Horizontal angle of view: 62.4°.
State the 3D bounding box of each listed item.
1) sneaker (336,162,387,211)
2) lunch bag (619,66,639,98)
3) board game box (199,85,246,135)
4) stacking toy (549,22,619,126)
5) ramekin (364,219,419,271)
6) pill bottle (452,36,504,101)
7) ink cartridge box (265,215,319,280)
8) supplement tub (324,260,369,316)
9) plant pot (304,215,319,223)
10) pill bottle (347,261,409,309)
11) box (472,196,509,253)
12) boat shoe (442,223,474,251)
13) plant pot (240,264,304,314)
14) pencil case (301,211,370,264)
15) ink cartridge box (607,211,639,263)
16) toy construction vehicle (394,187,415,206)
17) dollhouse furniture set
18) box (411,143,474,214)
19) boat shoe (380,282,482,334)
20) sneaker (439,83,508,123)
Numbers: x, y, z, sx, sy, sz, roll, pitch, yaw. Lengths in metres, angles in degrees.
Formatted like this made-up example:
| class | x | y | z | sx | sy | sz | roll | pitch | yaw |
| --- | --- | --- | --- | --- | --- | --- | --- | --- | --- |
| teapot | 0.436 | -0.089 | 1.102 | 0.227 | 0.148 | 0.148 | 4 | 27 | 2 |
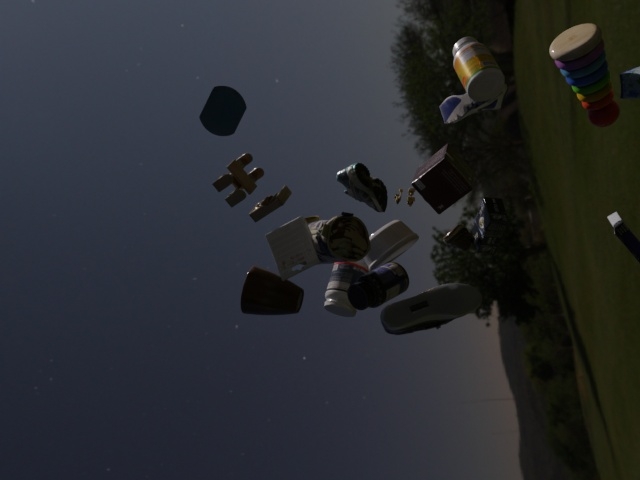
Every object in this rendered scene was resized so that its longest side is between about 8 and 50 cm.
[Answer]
| class | x | y | z | sx | sy | sz | roll | pitch | yaw |
| --- | --- | --- | --- | --- | --- | --- | --- | --- | --- |
| sneaker | 0.167 | -0.204 | 2.086 | 0.283 | 0.122 | 0.110 | 43 | -130 | -41 |
| lunch bag | 0.967 | -0.462 | 1.522 | 0.151 | 0.129 | 0.096 | -27 | -63 | -20 |
| board game box | -0.338 | -0.446 | 1.824 | 0.133 | 0.033 | 0.168 | 24 | -85 | -30 |
| stacking toy | 0.807 | -0.471 | 1.584 | 0.330 | 0.141 | 0.141 | 49 | -143 | -32 |
| ramekin | 0.303 | 0.020 | 2.401 | 0.127 | 0.273 | 0.273 | 53 | -161 | 12 |
| pill bottle | 0.574 | -0.642 | 1.956 | 0.136 | 0.136 | 0.245 | 51 | -158 | -49 |
| ink cartridge box | -0.087 | 0.028 | 1.746 | 0.179 | 0.145 | 0.045 | 67 | -167 | 20 |
| supplement tub | 0.134 | 0.240 | 2.736 | 0.191 | 0.191 | 0.272 | 48 | -127 | -52 |
| plant pot | -0.062 | -0.051 | 2.436 | 0.134 | 0.134 | 0.095 | -34 | -67 | -65 |
| pill bottle | 0.199 | 0.161 | 1.834 | 0.219 | 0.123 | 0.122 | -20 | -79 | -42 |
| box | 0.676 | -0.059 | 2.116 | 0.180 | 0.078 | 0.147 | 96 | 178 | -46 |
| boat shoe | 0.558 | -0.005 | 2.073 | 0.095 | 0.095 | 0.257 | 50 | -157 | 15 |
| plant pot | -0.195 | 0.234 | 2.269 | 0.215 | 0.231 | 0.215 | 11 | -90 | -79 |
| pencil case | 0.000 | 0.000 | 1.858 | 0.184 | 0.410 | 0.159 | 34 | -108 | -21 |
| ink cartridge box | 1.167 | 0.011 | 1.963 | 0.223 | 0.045 | 0.224 | 49 | -152 | -1 |
| toy construction vehicle | 0.358 | -0.178 | 2.215 | 0.098 | 0.086 | 0.035 | 103 | 169 | -52 |
| dollhouse furniture set | -0.259 | -0.219 | 2.074 | 0.242 | 0.161 | 0.212 | 51 | -149 | -16 |
| box | 0.481 | -0.243 | 2.064 | 0.168 | 0.167 | 0.203 | 46 | -150 | -8 |
| boat shoe | 0.338 | 0.222 | 1.611 | 0.105 | 0.306 | 0.113 | 68 | -178 | -54 |
| sneaker | 0.700 | -0.606 | 2.332 | 0.182 | 0.315 | 0.127 | 4 | -111 | -38 |
